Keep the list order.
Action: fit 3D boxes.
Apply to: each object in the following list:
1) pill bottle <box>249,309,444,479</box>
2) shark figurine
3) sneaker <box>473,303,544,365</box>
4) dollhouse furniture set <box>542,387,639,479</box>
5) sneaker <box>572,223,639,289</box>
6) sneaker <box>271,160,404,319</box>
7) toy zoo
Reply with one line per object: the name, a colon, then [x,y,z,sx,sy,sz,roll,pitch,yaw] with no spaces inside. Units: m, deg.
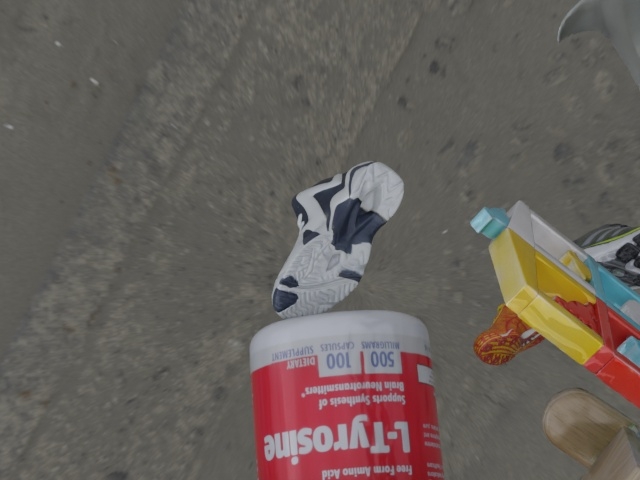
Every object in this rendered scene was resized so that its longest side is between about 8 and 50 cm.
pill bottle: [0.038,0.304,1.560,0.229,0.229,0.408,-6,74,1]
shark figurine: [0.288,-0.185,1.218,0.116,0.166,0.278,-22,113,-5]
sneaker: [0.249,0.121,1.730,0.067,0.175,0.064,44,121,22]
dollhouse furniture set: [0.149,0.328,1.198,0.256,0.362,0.394,34,103,-1]
sneaker: [0.446,0.012,1.844,0.300,0.121,0.111,-17,114,24]
sneaker: [0.000,0.000,1.666,0.094,0.153,0.235,32,80,-19]
toy zoo: [0.255,0.067,1.199,0.293,0.192,0.030,37,114,-11]
